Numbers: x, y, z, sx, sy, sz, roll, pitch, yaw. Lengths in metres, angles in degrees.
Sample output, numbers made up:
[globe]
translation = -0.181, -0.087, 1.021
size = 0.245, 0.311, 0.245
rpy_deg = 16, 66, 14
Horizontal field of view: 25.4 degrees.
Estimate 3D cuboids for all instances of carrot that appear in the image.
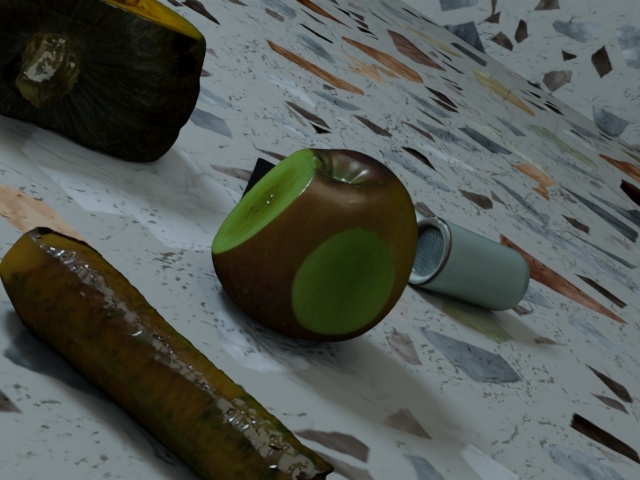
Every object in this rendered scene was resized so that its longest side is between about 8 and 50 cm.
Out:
[carrot]
translation = -0.099, 0.084, 0.880
size = 0.260, 0.070, 0.070
rpy_deg = 39, 18, 22

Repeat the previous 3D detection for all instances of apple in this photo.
[apple]
translation = -0.001, -0.003, 1.152
size = 0.163, 0.147, 0.146
rpy_deg = 20, 19, -28

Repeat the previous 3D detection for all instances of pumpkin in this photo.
[pumpkin]
translation = -0.246, -0.181, 1.274
size = 0.317, 0.139, 0.222
rpy_deg = 24, 15, -30

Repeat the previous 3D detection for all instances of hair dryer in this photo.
[hair dryer]
translation = 0.109, -0.005, 1.521
size = 0.131, 0.073, 0.236
rpy_deg = 20, 11, -37

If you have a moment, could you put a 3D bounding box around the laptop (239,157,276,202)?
[laptop]
translation = -0.016, -0.028, 1.433
size = 0.135, 0.016, 0.197
rpy_deg = 29, 15, -4
